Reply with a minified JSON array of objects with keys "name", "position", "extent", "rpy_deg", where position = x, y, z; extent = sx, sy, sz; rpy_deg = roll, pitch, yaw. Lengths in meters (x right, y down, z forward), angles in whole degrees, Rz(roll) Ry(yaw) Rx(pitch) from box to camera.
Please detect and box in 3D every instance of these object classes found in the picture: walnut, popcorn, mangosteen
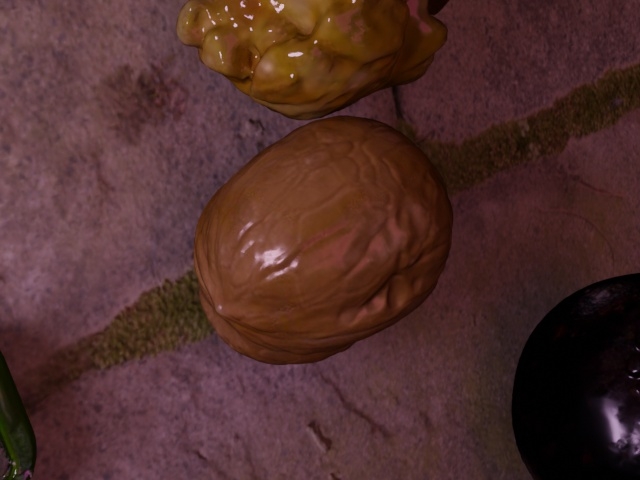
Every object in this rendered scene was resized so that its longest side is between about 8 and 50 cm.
[{"name":"walnut","position":[0.000,0.000,0.942],"extent":[0.226,0.193,0.193],"rpy_deg":[-34,116,-25]},{"name":"popcorn","position":[0.010,-0.209,0.941],"extent":[0.254,0.191,0.190],"rpy_deg":[-18,79,-46]},{"name":"mangosteen","position":[0.357,0.188,1.223],"extent":[0.313,0.297,0.297],"rpy_deg":[44,63,-40]}]

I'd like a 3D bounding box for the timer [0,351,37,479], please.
[{"name":"timer","position":[-0.264,0.134,0.791],"extent":[0.128,0.047,0.140],"rpy_deg":[-30,113,-37]}]
